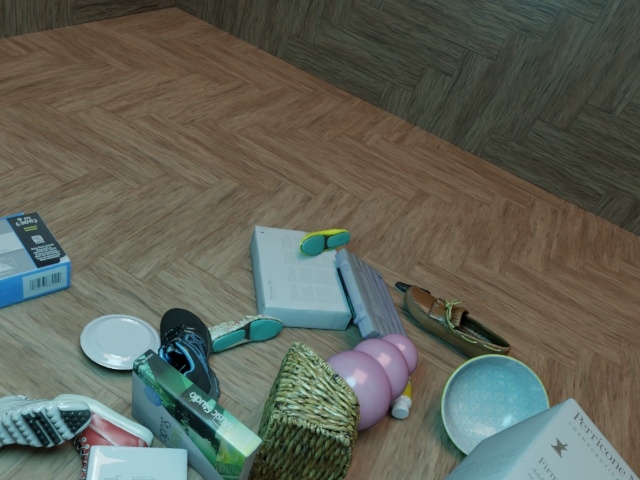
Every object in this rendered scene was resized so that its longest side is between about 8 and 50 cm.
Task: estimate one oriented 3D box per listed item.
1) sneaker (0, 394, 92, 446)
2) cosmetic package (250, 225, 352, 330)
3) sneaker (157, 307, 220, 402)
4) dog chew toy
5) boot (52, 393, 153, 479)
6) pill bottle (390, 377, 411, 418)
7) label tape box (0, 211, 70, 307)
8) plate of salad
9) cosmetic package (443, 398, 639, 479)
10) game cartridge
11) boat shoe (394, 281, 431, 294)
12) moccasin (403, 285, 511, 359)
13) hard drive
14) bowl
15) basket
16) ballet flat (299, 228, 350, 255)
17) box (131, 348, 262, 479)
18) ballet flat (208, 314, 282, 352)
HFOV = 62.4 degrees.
[{"bbox_3d":[-0.627,0.370,1.112,0.291,0.110,0.118,-9,26,-2],"label":"sneaker"},{"bbox_3d":[-0.073,0.117,1.742,0.284,0.098,0.377,9,38,-20],"label":"cosmetic package"},{"bbox_3d":[-0.347,0.273,1.342,0.125,0.140,0.341,-32,43,-6],"label":"sneaker"},{"bbox_3d":[0.142,0.362,1.436,0.331,0.207,0.206,-27,57,-38],"label":"dog chew toy"},{"bbox_3d":[-0.511,0.448,1.138,0.244,0.088,0.176,26,39,0],"label":"boot"},{"bbox_3d":[0.228,0.443,1.506,0.065,0.065,0.116,17,37,-4],"label":"pill bottle"},{"bbox_3d":[-0.889,0.020,1.464,0.249,0.115,0.347,-20,54,-41],"label":"label tape box"},{"bbox_3d":[-0.522,0.268,1.384,0.199,0.048,0.200,19,27,-11],"label":"plate of salad"},{"bbox_3d":[0.456,0.617,1.133,0.393,0.327,0.329,-22,68,-42],"label":"cosmetic package"},{"bbox_3d":[0.164,0.200,1.701,0.230,0.068,0.355,30,28,-35],"label":"game cartridge"},{"bbox_3d":[0.333,0.177,1.906,0.132,0.042,0.049,25,39,8],"label":"boat shoe"},{"bbox_3d":[0.447,0.270,1.756,0.380,0.147,0.139,39,41,22],"label":"moccasin"},{"bbox_3d":[-0.365,0.565,1.034,0.202,0.040,0.308,14,45,-27],"label":"hard drive"},{"bbox_3d":[0.476,0.464,1.495,0.289,0.290,0.156,27,-5,8],"label":"bowl"},{"bbox_3d":[-0.023,0.418,1.222,0.213,0.299,0.223,19,37,-3],"label":"basket"},{"bbox_3d":[0.000,0.000,1.800,0.230,0.077,0.077,-12,26,-41],"label":"ballet flat"},{"bbox_3d":[-0.285,0.410,1.166,0.321,0.232,0.058,32,43,15],"label":"box"},{"bbox_3d":[-0.224,0.252,1.517,0.240,0.091,0.077,-8,32,-35],"label":"ballet flat"}]
